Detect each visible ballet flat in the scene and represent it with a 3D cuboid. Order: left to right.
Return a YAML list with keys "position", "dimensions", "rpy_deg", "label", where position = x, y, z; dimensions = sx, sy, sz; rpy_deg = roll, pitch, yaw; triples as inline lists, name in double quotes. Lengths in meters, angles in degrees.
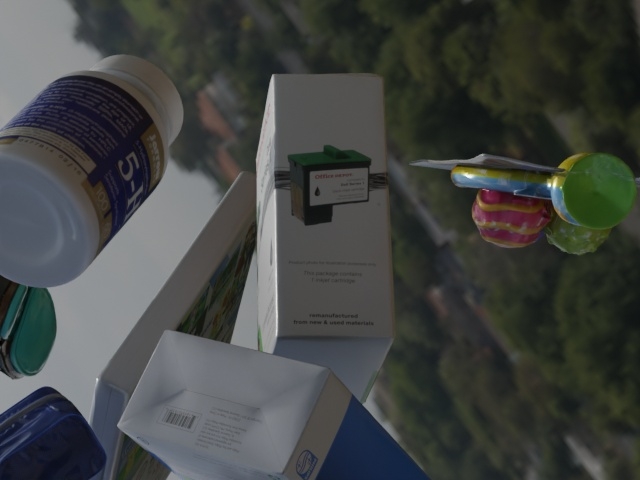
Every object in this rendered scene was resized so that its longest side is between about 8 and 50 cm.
- position: [-0.304, 0.060, 1.626]
  dimensions: [0.096, 0.095, 0.280]
  rpy_deg: [19, 165, 2]
  label: "ballet flat"

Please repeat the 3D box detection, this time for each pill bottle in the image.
- position: [-0.175, -0.059, 1.285]
  dimensions: [0.112, 0.112, 0.187]
  rpy_deg: [54, -144, -15]
  label: "pill bottle"

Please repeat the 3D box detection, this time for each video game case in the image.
- position: [-0.146, 0.137, 1.645]
  dimensions: [0.036, 0.329, 0.300]
  rpy_deg: [23, 130, 8]
  label: "video game case"

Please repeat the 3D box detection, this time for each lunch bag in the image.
- position: [-0.226, 0.167, 1.379]
  dimensions: [0.065, 0.098, 0.067]
  rpy_deg: [32, 151, 52]
  label: "lunch bag"

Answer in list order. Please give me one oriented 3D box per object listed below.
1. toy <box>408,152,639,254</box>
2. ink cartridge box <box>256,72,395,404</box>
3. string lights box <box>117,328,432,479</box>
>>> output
- position: [0.137, -0.021, 1.085]
  dimensions: [0.237, 0.137, 0.056]
  rpy_deg: [170, 108, -83]
  label: "toy"
- position: [0.000, 0.000, 1.370]
  dimensions: [0.160, 0.092, 0.219]
  rpy_deg: [106, 163, -65]
  label: "ink cartridge box"
- position: [-0.008, 0.162, 1.179]
  dimensions: [0.133, 0.077, 0.260]
  rpy_deg: [12, 156, 33]
  label: "string lights box"
